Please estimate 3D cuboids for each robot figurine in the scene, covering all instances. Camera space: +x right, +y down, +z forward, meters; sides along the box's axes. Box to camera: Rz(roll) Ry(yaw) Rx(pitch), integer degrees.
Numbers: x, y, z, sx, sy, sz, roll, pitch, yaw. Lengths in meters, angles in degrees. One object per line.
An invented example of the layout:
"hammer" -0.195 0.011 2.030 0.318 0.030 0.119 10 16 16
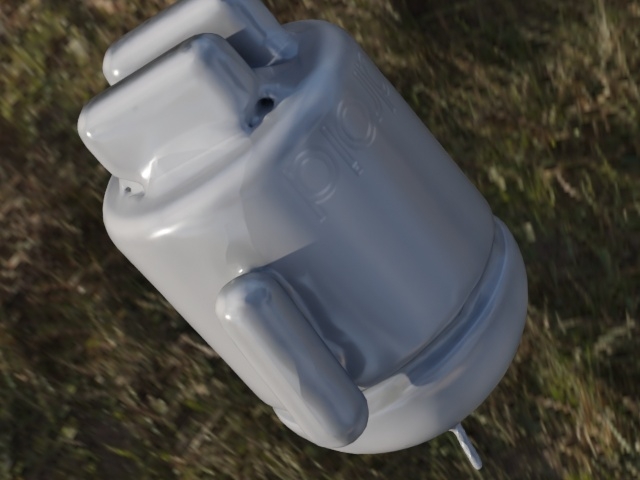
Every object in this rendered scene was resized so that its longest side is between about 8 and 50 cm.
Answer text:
"robot figurine" 0.000 0.000 1.214 0.199 0.353 0.300 -26 29 29
